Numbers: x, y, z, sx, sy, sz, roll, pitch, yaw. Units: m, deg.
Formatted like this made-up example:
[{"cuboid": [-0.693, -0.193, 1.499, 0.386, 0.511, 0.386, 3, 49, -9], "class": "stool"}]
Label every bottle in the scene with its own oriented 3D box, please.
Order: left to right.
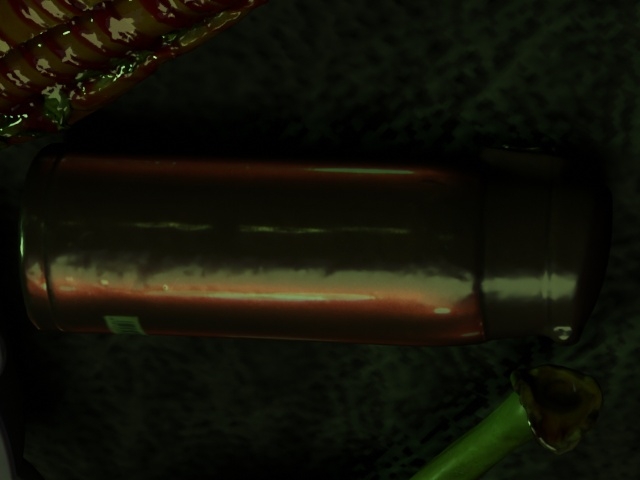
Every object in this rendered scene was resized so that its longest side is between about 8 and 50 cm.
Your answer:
[{"cuboid": [0.000, 0.000, 0.547, 0.164, 0.060, 0.060, 2, 137, 10], "class": "bottle"}]

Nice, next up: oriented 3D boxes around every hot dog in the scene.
[{"cuboid": [-0.069, -0.060, 0.510, 0.144, 0.038, 0.062, -19, 129, 29], "class": "hot dog"}]

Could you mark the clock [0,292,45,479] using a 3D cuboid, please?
[{"cuboid": [-0.141, 0.042, 0.625, 0.110, 0.050, 0.153, 4, 137, 9], "class": "clock"}]

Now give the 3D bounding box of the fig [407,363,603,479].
[{"cuboid": [-0.009, 0.123, 0.646, 0.151, 0.151, 0.259, 21, 112, -10], "class": "fig"}]
